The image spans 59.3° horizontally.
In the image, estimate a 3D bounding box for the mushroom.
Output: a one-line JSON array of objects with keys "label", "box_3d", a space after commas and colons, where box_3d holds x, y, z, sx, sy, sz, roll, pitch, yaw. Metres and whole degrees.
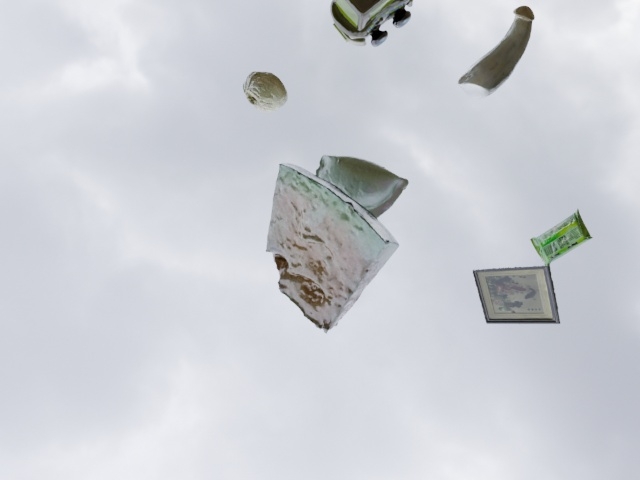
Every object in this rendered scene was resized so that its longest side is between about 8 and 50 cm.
[{"label": "mushroom", "box_3d": [0.500, -0.512, 1.555, 0.118, 0.270, 0.103, 30, -171, -46]}]

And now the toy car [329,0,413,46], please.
[{"label": "toy car", "box_3d": [0.143, -0.685, 1.586, 0.204, 0.248, 0.198, 53, -171, 4]}]

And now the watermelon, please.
[{"label": "watermelon", "box_3d": [0.011, -0.010, 1.117, 0.264, 0.302, 0.151, 38, -140, 17]}]

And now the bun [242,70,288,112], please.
[{"label": "bun", "box_3d": [-0.136, -0.353, 1.354, 0.115, 0.115, 0.069, 38, -113, -4]}]

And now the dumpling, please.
[{"label": "dumpling", "box_3d": [0.089, -0.119, 1.290, 0.217, 0.149, 0.105, 11, -142, 10]}]

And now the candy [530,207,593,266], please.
[{"label": "candy", "box_3d": [0.688, -0.004, 1.610, 0.032, 0.178, 0.102, 5, -123, -31]}]

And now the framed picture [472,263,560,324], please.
[{"label": "framed picture", "box_3d": [0.516, 0.147, 1.482, 0.010, 0.195, 0.199, -56, -47, -47]}]
